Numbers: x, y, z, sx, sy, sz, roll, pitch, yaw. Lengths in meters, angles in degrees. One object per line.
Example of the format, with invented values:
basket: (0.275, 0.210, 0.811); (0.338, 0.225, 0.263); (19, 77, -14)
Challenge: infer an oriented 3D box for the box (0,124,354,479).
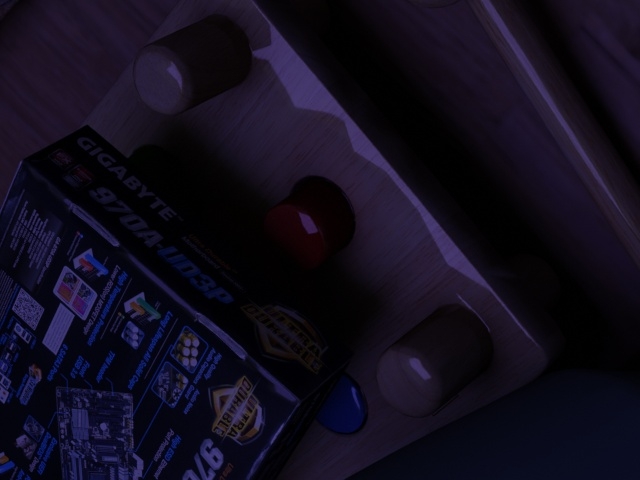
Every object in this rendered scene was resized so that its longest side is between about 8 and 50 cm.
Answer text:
box: (-0.102, 0.079, 0.930); (0.175, 0.051, 0.220); (40, 130, 13)

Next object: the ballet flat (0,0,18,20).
ballet flat: (-0.246, -0.131, 1.070); (0.107, 0.106, 0.316); (52, 132, 4)

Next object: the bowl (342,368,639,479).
bowl: (0.148, 0.177, 0.842); (0.311, 0.163, 0.311); (41, 164, 15)

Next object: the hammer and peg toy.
hammer and peg toy: (0.000, 0.000, 0.934); (0.266, 0.127, 0.361); (51, 132, 5)
